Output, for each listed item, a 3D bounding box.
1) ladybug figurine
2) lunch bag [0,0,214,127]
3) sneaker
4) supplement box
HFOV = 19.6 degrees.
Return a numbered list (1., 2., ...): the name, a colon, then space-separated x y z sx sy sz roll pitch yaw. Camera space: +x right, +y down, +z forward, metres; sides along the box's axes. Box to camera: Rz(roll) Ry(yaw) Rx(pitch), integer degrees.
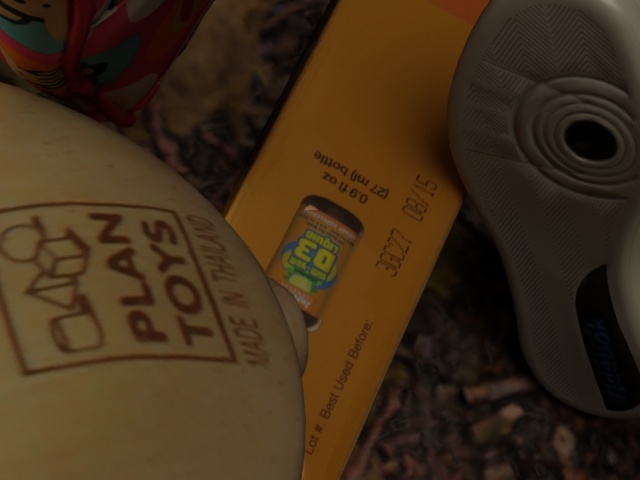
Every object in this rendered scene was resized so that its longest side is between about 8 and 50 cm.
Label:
1. ladybug figurine: -0.213 0.090 0.490 0.449 0.162 0.305 -11 52 -18
2. lunch bag: -0.141 -0.153 0.567 0.258 0.293 0.120 34 85 -2
3. sneaker: 0.108 -0.045 0.683 0.079 0.217 0.121 13 51 23
4. supplement box: 0.000 0.000 0.679 0.078 0.080 0.233 30 60 -6
